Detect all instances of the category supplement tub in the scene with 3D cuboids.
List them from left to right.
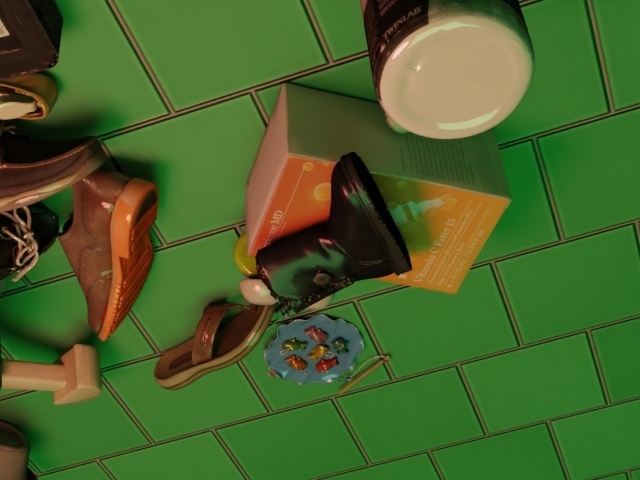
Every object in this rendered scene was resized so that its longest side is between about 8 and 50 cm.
[{"bbox_3d":[0.147,-0.293,1.486,0.193,0.316,0.194,-2,136,-2],"label":"supplement tub"}]

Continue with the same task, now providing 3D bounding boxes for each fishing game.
[{"bbox_3d":[-0.014,0.208,2.168,0.189,0.041,0.264,-36,127,24],"label":"fishing game"}]

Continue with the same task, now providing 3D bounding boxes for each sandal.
[{"bbox_3d":[-0.191,0.165,2.060,0.302,0.120,0.086,-32,116,25],"label":"sandal"}]

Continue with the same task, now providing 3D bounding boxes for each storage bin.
[{"bbox_3d":[-0.429,-0.308,1.570,0.122,0.084,0.180,-12,138,8],"label":"storage bin"}]

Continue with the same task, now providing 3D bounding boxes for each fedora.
[{"bbox_3d":[-0.652,0.400,2.203,0.275,0.244,0.124,12,103,-18],"label":"fedora"}]

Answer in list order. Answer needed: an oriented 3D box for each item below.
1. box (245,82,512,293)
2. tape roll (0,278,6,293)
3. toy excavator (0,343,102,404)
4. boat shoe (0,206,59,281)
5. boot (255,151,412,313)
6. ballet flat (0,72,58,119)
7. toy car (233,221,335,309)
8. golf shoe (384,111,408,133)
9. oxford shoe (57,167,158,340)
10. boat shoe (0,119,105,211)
[{"bbox_3d":[0.079,-0.074,1.802,0.345,0.168,0.215,11,133,-15],"label":"box"},{"bbox_3d":[-0.612,0.027,1.907,0.219,0.072,0.219,-3,136,-3],"label":"tape roll"},{"bbox_3d":[-0.576,0.183,1.901,0.432,0.222,0.445,-5,162,-10],"label":"toy excavator"},{"bbox_3d":[-0.466,0.006,1.766,0.105,0.306,0.113,-22,91,9],"label":"boat shoe"},{"bbox_3d":[0.000,0.000,1.681,0.207,0.094,0.246,-20,139,9],"label":"boot"},{"bbox_3d":[-0.491,-0.207,1.683,0.232,0.073,0.080,0,134,-5],"label":"ballet flat"},{"bbox_3d":[-0.056,0.031,1.934,0.182,0.159,0.136,6,171,-12],"label":"toy car"},{"bbox_3d":[0.147,-0.224,1.687,0.069,0.086,0.176,14,114,-23],"label":"golf shoe"},{"bbox_3d":[-0.349,0.018,1.914,0.132,0.130,0.364,24,133,6],"label":"oxford shoe"},{"bbox_3d":[-0.491,-0.112,1.724,0.355,0.132,0.130,-11,109,11],"label":"boat shoe"}]
